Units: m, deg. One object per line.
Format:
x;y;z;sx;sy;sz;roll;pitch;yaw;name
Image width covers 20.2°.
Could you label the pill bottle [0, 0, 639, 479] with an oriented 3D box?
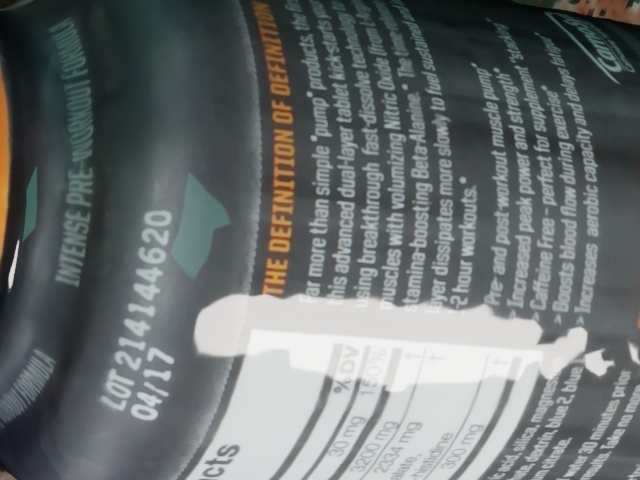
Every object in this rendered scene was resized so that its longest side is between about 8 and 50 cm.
0.000;0.000;0.427;0.246;0.130;0.130;7;88;-27;pill bottle
